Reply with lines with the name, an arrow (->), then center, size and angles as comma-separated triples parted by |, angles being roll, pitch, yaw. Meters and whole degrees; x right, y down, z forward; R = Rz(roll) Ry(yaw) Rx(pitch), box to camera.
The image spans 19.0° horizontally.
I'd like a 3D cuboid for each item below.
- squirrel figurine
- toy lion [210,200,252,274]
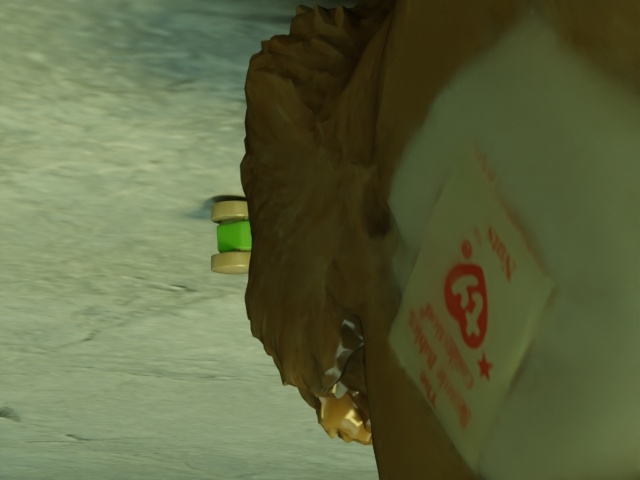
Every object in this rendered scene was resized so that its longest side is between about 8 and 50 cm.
squirrel figurine -> 0.188, 0.003, 0.587 | 0.370, 0.281, 0.397 | -3, -176, -26
toy lion -> 0.000, 0.000, 0.918 | 0.100, 0.034, 0.096 | -9, 168, 34
